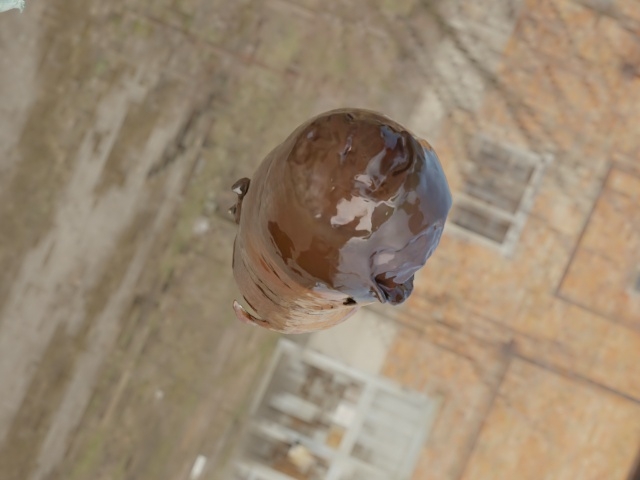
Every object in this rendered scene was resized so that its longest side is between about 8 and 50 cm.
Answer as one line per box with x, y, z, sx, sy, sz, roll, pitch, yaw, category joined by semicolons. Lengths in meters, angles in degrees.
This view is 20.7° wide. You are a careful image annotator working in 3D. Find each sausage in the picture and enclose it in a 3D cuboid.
0.000;0.000;0.937;0.419;0.094;0.094;133;-54;-83;sausage

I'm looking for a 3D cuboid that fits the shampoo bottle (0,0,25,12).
-0.256;-0.126;0.886;0.072;0.212;0.049;-122;-151;-46;shampoo bottle
